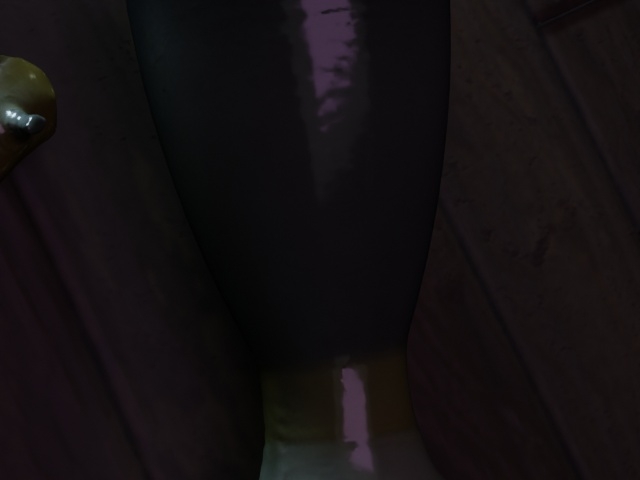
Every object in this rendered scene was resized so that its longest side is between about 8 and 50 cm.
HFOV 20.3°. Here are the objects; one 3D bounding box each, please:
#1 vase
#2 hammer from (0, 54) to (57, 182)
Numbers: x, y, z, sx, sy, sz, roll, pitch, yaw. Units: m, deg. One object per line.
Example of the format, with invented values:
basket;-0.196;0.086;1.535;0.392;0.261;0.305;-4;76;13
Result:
vase;0.000;0.000;0.944;0.173;0.173;0.321;-7;89;-27
hammer;-0.223;0.016;0.869;0.202;0.113;0.305;48;56;-14
